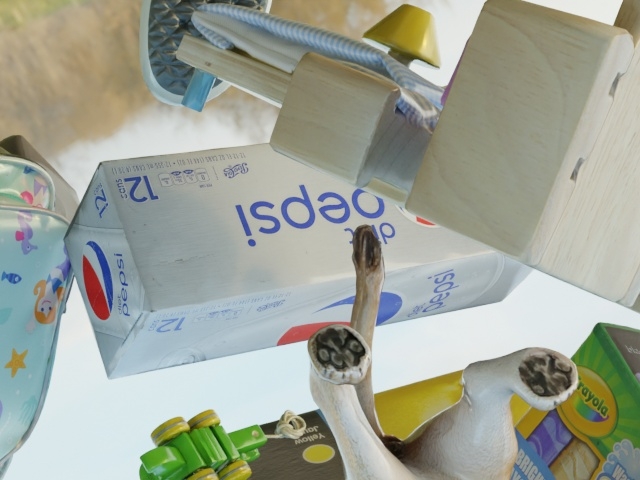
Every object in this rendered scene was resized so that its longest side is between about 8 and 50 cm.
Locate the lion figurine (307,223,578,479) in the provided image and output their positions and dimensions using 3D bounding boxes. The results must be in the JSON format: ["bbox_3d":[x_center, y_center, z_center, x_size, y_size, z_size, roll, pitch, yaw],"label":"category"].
[{"bbox_3d":[0.111,0.195,0.790,0.142,0.392,0.240,-22,152,-16],"label":"lion figurine"}]

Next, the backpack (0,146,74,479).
[{"bbox_3d":[-0.274,0.058,0.888,0.225,0.254,0.191,9,-171,-44],"label":"backpack"}]

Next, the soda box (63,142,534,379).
[{"bbox_3d":[0.000,0.000,0.886,0.286,0.098,0.091,-10,156,-30],"label":"soda box"}]

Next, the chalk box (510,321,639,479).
[{"bbox_3d":[0.227,0.180,0.930,0.289,0.180,0.179,-56,-144,29],"label":"chalk box"}]

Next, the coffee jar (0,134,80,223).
[{"bbox_3d":[-0.287,-0.003,1.191,0.184,0.096,0.079,-34,-137,6],"label":"coffee jar"}]

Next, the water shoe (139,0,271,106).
[{"bbox_3d":[-0.066,-0.175,0.870,0.073,0.203,0.080,12,175,-17],"label":"water shoe"}]

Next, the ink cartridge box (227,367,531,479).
[{"bbox_3d":[0.091,0.222,1.192,0.303,0.072,0.307,-12,-154,-19],"label":"ink cartridge box"}]

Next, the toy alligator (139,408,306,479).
[{"bbox_3d":[-0.080,0.161,1.098,0.051,0.056,0.189,-42,161,27],"label":"toy alligator"}]

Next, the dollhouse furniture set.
[{"bbox_3d":[0.076,-0.102,0.598,0.303,0.286,0.198,26,-87,40],"label":"dollhouse furniture set"}]
